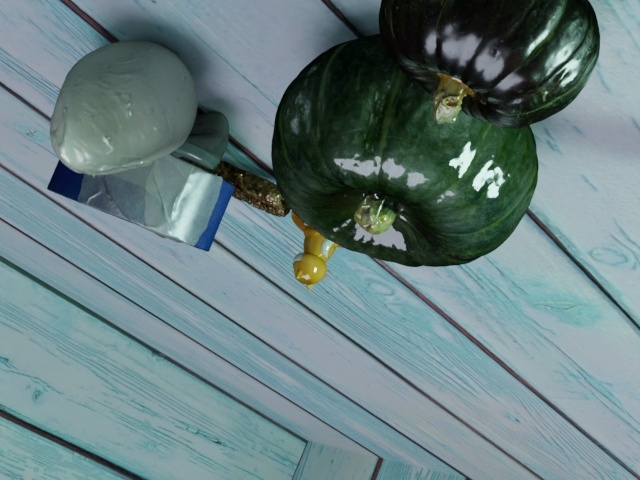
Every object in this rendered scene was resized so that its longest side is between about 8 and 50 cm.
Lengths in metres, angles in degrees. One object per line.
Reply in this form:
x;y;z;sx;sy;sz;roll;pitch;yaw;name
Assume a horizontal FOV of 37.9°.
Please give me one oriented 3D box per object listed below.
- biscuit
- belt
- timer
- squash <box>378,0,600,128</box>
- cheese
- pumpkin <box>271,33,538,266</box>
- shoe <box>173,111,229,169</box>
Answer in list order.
-0.135;-0.092;1.469;0.199;0.034;0.064;23;159;25;biscuit
-0.283;-0.083;1.426;0.212;0.117;0.347;26;174;-43;belt
0.000;0.000;1.416;0.132;0.152;0.132;21;160;8;timer
0.145;-0.182;0.815;0.193;0.156;0.193;44;163;17;squash
-0.253;-0.177;1.210;0.189;0.198;0.154;-12;116;1;cheese
0.090;-0.086;1.029;0.300;0.207;0.300;14;152;7;pumpkin
-0.170;-0.153;1.337;0.079;0.078;0.195;25;-176;-8;shoe
